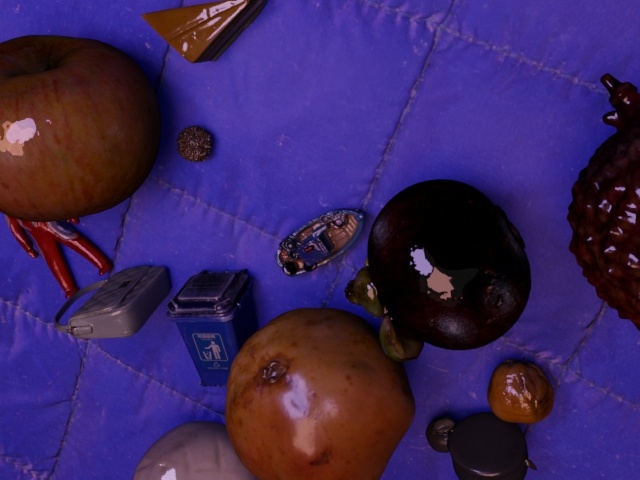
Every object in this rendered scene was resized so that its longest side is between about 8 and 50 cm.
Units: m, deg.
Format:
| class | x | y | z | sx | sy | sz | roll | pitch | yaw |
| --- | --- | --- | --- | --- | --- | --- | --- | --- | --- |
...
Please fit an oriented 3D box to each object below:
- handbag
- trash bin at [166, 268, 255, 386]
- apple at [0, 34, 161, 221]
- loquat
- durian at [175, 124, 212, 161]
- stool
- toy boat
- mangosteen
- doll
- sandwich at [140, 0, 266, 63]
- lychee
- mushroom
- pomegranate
| class | x | y | z | sx | sy | sz | roll | pitch | yaw |
| --- | --- | --- | --- | --- | --- | --- | --- | --- | --- |
| handbag | -0.469 | 0.133 | 1.378 | 0.219 | 0.256 | 0.079 | -6 | 111 | 9 |
| trash bin | -0.220 | 0.192 | 1.384 | 0.162 | 0.184 | 0.234 | -3 | 117 | 17 |
| apple | -0.510 | -0.211 | 1.226 | 0.400 | 0.400 | 0.333 | 13 | 134 | 12 |
| loquat | 0.404 | 0.306 | 1.267 | 0.137 | 0.113 | 0.137 | 9 | 103 | 39 |
| durian | -0.270 | -0.203 | 1.321 | 0.091 | 0.080 | 0.080 | -6 | 105 | 34 |
| stool | 0.341 | 0.447 | 1.318 | 0.153 | 0.228 | 0.139 | -29 | 125 | -19 |
| toy boat | 0.000 | 0.000 | 1.290 | 0.223 | 0.097 | 0.100 | -33 | 98 | 23 |
| mangosteen | 0.216 | 0.054 | 1.130 | 0.330 | 0.330 | 0.330 | 4 | 107 | 14 |
| doll | -0.662 | -0.049 | 1.469 | 0.188 | 0.099 | 0.384 | -34 | 98 | 22 |
| sandwich | -0.222 | -0.449 | 1.204 | 0.187 | 0.117 | 0.144 | -40 | 96 | 23 |
| lychee | 0.589 | -0.057 | 0.945 | 0.424 | 0.424 | 0.500 | -30 | 81 | 22 |
| mushroom | -0.312 | 0.579 | 1.450 | 0.356 | 0.315 | 0.315 | 2 | 107 | 12 |
| pomegranate | 0.005 | 0.328 | 1.257 | 0.410 | 0.410 | 0.410 | 4 | 107 | 14 |
